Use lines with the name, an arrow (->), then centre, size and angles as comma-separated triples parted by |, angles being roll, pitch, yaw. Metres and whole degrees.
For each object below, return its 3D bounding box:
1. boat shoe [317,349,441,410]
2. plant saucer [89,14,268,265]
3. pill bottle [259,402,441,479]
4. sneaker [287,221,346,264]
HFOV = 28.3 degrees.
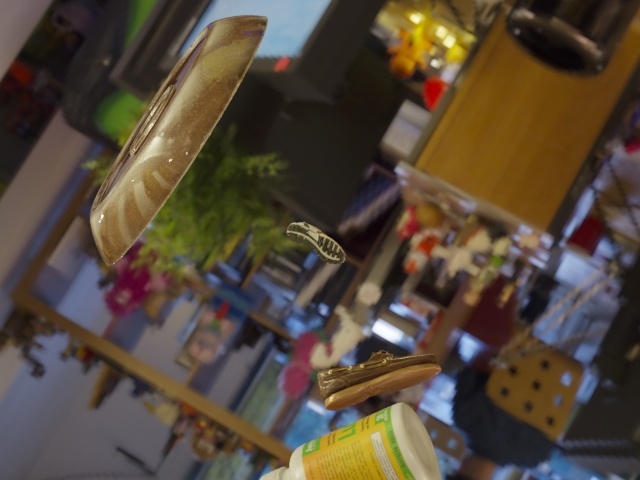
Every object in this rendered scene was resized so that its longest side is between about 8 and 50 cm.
boat shoe -> 0.096, 0.220, 2.128 | 0.073, 0.206, 0.073 | 76, 178, -60
plant saucer -> -0.160, -0.116, 1.335 | 0.050, 0.311, 0.310 | 31, 171, -13
pill bottle -> 0.040, 0.344, 1.852 | 0.136, 0.245, 0.136 | 58, -165, -25
sneaker -> 0.000, 0.000, 2.073 | 0.109, 0.040, 0.043 | 34, -156, 14
